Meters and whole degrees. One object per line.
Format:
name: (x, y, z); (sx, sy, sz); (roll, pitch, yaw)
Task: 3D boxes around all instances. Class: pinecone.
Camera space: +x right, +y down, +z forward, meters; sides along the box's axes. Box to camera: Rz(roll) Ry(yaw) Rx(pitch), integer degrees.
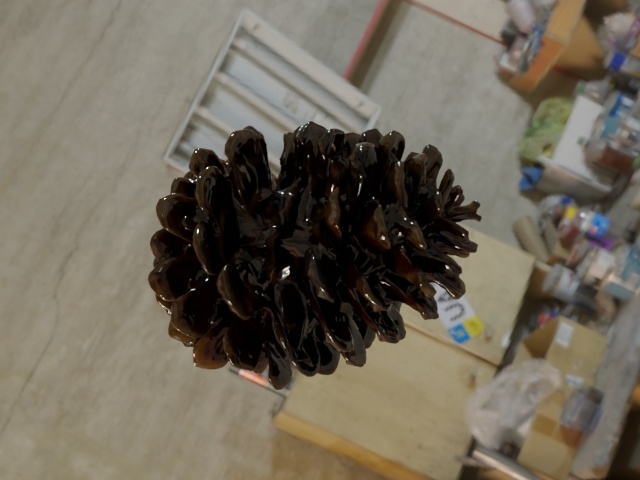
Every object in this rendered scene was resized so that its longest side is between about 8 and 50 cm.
pinecone: (-0.001, 0.002, 0.798); (0.292, 0.246, 0.246); (-14, 28, 29)
